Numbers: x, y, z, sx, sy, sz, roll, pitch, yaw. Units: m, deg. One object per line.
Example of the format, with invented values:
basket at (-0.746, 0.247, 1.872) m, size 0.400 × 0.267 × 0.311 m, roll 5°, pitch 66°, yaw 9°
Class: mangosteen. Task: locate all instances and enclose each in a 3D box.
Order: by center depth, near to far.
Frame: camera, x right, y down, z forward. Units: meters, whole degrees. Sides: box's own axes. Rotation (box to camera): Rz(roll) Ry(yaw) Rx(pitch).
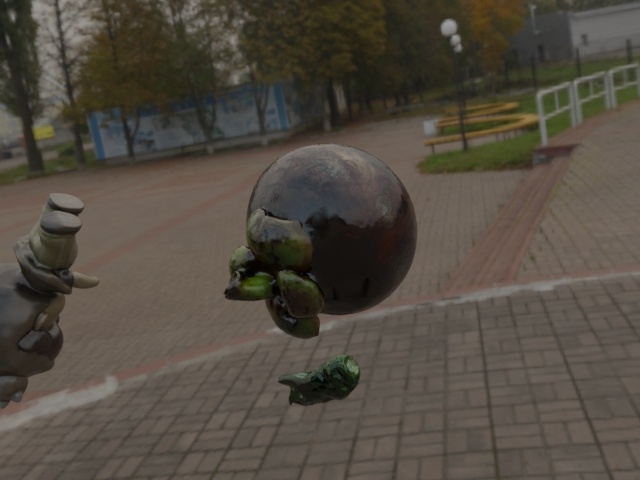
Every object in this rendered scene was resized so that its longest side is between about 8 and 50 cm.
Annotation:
mangosteen at (0.005, -0.009, 1.168) m, size 0.312 × 0.311 × 0.311 m, roll -10°, pitch 12°, yaw 2°

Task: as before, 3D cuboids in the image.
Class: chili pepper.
chili pepper at (-0.006, 0.310, 1.546) m, size 0.224 × 0.098 × 0.061 m, roll -30°, pitch 13°, yaw 37°

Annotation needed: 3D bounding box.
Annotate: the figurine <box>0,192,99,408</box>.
figurine at (-0.535, 0.097, 1.297) m, size 0.203 × 0.380 × 0.248 m, roll 14°, pitch 25°, yaw -51°
